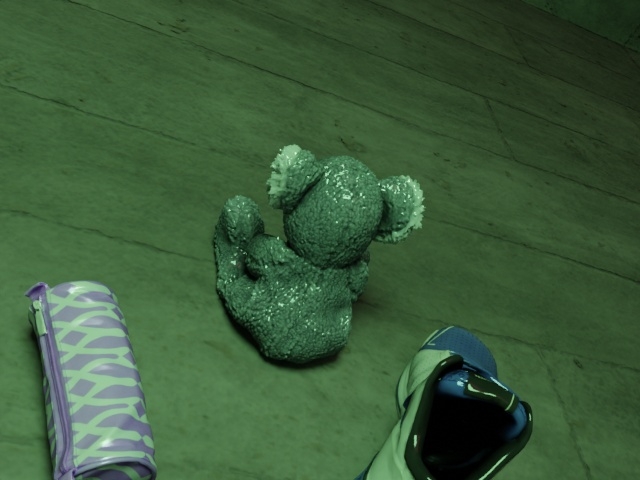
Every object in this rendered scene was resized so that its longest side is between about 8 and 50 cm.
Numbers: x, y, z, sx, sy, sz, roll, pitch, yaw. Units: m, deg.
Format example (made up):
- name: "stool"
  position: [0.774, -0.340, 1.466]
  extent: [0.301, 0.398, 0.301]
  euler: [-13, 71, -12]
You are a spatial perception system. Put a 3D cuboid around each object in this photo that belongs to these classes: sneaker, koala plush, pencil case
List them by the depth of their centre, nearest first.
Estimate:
- name: "pencil case"
  position: [-0.200, 0.124, 0.659]
  extent: [0.088, 0.086, 0.206]
  euler: [43, 15, -51]
- name: "sneaker"
  position: [0.143, 0.176, 0.767]
  extent: [0.127, 0.182, 0.315]
  euler: [36, 36, 4]
- name: "koala plush"
  position: [0.000, 0.000, 0.839]
  extent: [0.196, 0.221, 0.203]
  euler: [19, 38, -18]
